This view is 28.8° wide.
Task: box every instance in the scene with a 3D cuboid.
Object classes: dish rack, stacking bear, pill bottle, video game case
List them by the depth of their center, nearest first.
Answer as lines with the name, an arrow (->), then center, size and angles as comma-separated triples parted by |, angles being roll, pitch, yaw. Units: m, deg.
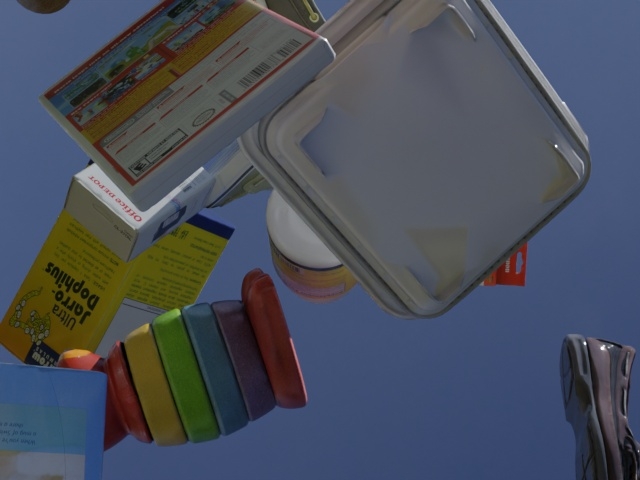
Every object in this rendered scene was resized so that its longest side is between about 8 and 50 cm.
video game case -> -0.130, -0.143, 1.104 | 0.204, 0.025, 0.285 | -40, -146, -7
dish rack -> 0.110, -0.087, 1.237 | 0.285, 0.333, 0.072 | -42, -152, 2
stacking bear -> -0.174, 0.154, 1.386 | 0.175, 0.289, 0.164 | -164, -123, -82
pill bottle -> 0.000, 0.000, 1.432 | 0.208, 0.119, 0.119 | 89, -12, -73

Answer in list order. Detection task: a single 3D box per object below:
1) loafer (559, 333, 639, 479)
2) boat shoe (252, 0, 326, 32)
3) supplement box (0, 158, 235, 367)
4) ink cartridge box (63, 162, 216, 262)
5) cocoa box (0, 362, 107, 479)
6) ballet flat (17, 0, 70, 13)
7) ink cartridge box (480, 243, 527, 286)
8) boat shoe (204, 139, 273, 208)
loafer -> 0.344, 0.234, 1.447 | 0.109, 0.095, 0.302 | 91, -1, -48
boat shoe -> -0.048, -0.291, 1.501 | 0.305, 0.091, 0.109 | 62, -13, -16
supplement box -> -0.340, 0.069, 2.065 | 0.195, 0.194, 0.356 | 31, -87, 33
ink cartridge box -> -0.255, -0.066, 1.761 | 0.127, 0.175, 0.072 | 40, -45, 11
cocoa box -> -0.378, 0.219, 1.035 | 0.228, 0.347, 0.231 | -26, -120, 57
ballet flat -> -0.320, -0.415, 1.444 | 0.124, 0.116, 0.342 | -127, -140, -55
ink cartridge box -> 0.198, 0.024, 1.540 | 0.029, 0.115, 0.063 | 14, 79, -86
boat shoe -> -0.081, -0.119, 1.842 | 0.302, 0.094, 0.109 | -36, -160, 42
